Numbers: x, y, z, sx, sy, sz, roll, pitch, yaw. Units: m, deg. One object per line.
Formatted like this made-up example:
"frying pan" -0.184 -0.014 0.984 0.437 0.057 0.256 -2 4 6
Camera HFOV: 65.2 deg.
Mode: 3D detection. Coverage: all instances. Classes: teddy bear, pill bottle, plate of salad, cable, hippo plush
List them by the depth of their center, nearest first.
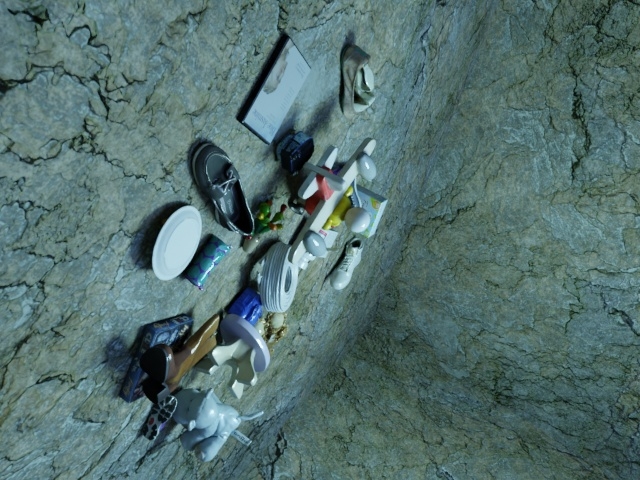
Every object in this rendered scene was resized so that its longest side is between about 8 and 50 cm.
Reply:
"plate of salad" -0.367 0.004 1.265 0.200 0.048 0.200 20 90 -76
"hippo plush" -0.409 0.635 1.736 0.234 0.294 0.237 -67 152 -21
"cable" -0.147 0.132 1.825 0.257 0.089 0.257 -67 160 -52
"teddy bear" -0.239 0.370 1.954 0.245 0.113 0.338 -35 158 -18
"pill bottle" -0.052 0.018 1.976 0.180 0.108 0.108 -60 161 -3

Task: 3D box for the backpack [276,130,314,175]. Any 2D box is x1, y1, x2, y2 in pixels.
"backpack" -0.077 -0.276 1.531 0.114 0.084 0.105 -48 161 -20

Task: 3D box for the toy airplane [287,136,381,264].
"toy airplane" 0.050 -0.131 1.642 0.386 0.272 0.384 -57 178 31

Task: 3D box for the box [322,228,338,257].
"box" 0.000 0.000 2.132 0.126 0.072 0.137 -63 160 5

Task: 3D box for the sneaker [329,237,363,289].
"sneaker" 0.135 0.106 2.588 0.169 0.108 0.293 97 20 -44

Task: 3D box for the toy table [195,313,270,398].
"toy table" -0.300 0.411 1.750 0.161 0.252 0.274 -55 127 -41

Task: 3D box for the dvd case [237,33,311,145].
"dvd case" -0.120 -0.399 1.351 0.253 0.022 0.180 -61 161 1

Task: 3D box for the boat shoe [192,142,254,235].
"boat shoe" -0.240 -0.125 1.322 0.112 0.095 0.335 -52 159 -23

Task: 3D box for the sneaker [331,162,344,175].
"sneaker" 0.021 -0.192 1.876 0.083 0.098 0.224 -34 147 -52

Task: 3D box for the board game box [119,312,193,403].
"board game box" -0.478 0.341 1.466 0.165 0.042 0.243 -9 126 -66

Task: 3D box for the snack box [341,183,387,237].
"snack box" 0.158 -0.138 2.127 0.070 0.207 0.175 -32 146 -56

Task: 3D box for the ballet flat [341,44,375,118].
"ballet flat" 0.129 -0.509 1.689 0.108 0.106 0.316 -54 160 -18

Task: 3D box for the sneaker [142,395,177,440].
"sneaker" -0.532 0.581 1.667 0.170 0.068 0.071 -55 177 9

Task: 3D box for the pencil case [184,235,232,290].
"pencil case" -0.321 0.062 1.432 0.152 0.064 0.070 -54 135 -16

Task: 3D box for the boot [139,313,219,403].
"boot" -0.383 0.314 1.457 0.280 0.096 0.264 -43 154 -43

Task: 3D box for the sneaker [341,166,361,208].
"sneaker" 0.095 -0.184 1.995 0.163 0.086 0.226 -20 101 -66

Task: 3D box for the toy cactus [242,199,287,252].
"toy cactus" -0.191 -0.034 1.595 0.181 0.112 0.219 -60 172 28

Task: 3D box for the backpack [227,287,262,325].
"backpack" -0.256 0.239 1.793 0.120 0.101 0.098 -58 167 -24
